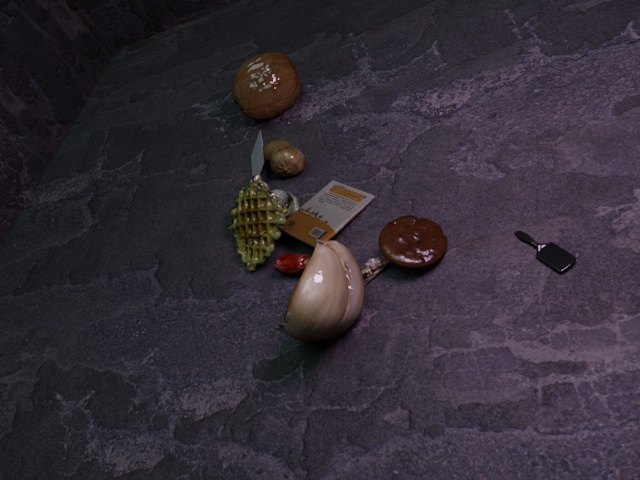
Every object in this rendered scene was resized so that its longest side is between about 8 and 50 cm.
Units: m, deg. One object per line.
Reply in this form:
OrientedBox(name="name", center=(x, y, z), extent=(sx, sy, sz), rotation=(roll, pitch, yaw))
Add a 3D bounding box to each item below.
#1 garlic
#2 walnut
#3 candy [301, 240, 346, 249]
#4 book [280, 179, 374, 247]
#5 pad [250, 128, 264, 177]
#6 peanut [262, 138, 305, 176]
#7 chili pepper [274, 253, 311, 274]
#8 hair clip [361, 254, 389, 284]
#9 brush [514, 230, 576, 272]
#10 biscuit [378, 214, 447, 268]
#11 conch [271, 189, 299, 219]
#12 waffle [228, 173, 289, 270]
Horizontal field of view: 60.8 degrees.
OrientedBox(name="garlic", center=(0.006, 0.152, 1.570), extent=(0.249, 0.286, 0.313), rotation=(24, 84, 49))
OrientedBox(name="walnut", center=(-0.245, -0.688, 2.430), extent=(0.312, 0.277, 0.252), rotation=(-24, 7, 3))
OrientedBox(name="candy", center=(0.000, 0.000, 1.855), extent=(0.094, 0.051, 0.226), rotation=(-41, 44, -11))
OrientedBox(name="book", center=(0.019, -0.097, 1.905), extent=(0.207, 0.020, 0.295), rotation=(26, 58, 40))
OrientedBox(name="pad", center=(-0.261, -0.336, 2.247), extent=(0.232, 0.004, 0.157), rotation=(-100, 29, -44))
OrientedBox(name="peanut", center=(-0.158, -0.333, 2.181), extent=(0.137, 0.122, 0.253), rotation=(-48, 43, 0))
OrientedBox(name="chili pepper", center=(-0.087, 0.080, 1.827), extent=(0.123, 0.073, 0.071), rotation=(0, 96, 33))
OrientedBox(name="hair clip", center=(0.203, 0.059, 1.686), extent=(0.213, 0.056, 0.062), rotation=(-34, 11, 1))
OrientedBox(name="brush", center=(0.611, 0.021, 1.505), extent=(0.063, 0.016, 0.193), rotation=(-38, 45, -5))
OrientedBox(name="biscuit", center=(0.279, 0.000, 1.652), extent=(0.212, 0.036, 0.212), rotation=(-1, 46, 1))
OrientedBox(name="conch", center=(-0.139, -0.114, 1.998), extent=(0.135, 0.102, 0.154), rotation=(-10, 81, 7))
OrientedBox(name="waffle", center=(-0.227, -0.064, 1.946), extent=(0.317, 0.073, 0.297), rotation=(55, 128, 35))
